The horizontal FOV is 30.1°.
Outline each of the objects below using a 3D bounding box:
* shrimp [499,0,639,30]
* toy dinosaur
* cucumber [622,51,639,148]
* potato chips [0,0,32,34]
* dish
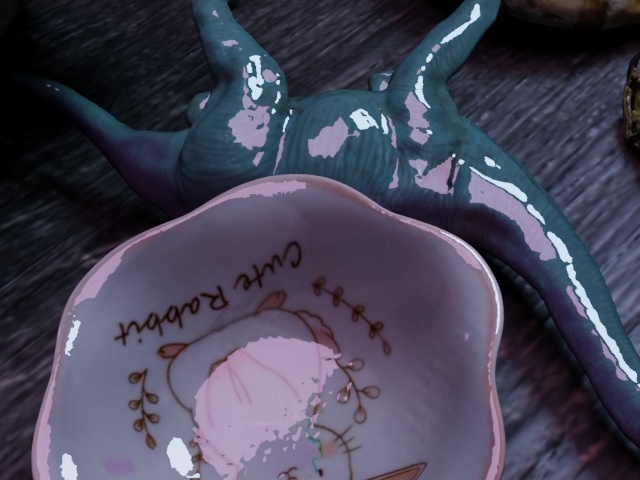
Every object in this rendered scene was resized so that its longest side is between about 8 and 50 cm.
[{"bbox_3d":[0.148,-0.264,0.910,0.233,0.071,0.365,-14,43,-17],"label":"shrimp"},{"bbox_3d":[0.000,0.000,0.648,0.383,0.129,0.331,-8,52,5],"label":"toy dinosaur"},{"bbox_3d":[0.304,-0.087,0.694,0.245,0.067,0.067,-1,45,11],"label":"cucumber"},{"bbox_3d":[-0.277,-0.118,0.755,0.389,0.097,0.373,-8,37,38],"label":"potato chips"},{"bbox_3d":[-0.018,0.080,0.567,0.229,0.081,0.229,-5,54,7],"label":"dish"}]
